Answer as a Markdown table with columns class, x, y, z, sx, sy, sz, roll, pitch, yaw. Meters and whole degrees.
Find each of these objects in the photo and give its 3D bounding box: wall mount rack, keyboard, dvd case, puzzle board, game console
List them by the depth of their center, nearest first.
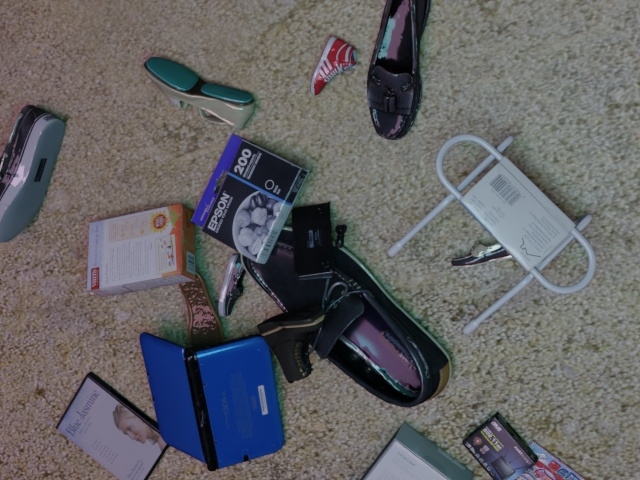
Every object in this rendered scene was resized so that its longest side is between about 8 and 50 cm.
| class | x | y | z | sx | sy | sz | roll | pitch | yaw |
| --- | --- | --- | --- | --- | --- | --- | --- | --- | --- |
| wall mount rack | 0.305 | -0.009 | 1.593 | 0.304 | 0.130 | 0.350 | -44 | 86 | -3 |
| keyboard | 0.000 | 0.000 | 1.723 | 0.108 | 0.180 | 0.023 | -8 | 141 | 6 |
| puzzle board | 0.445 | 0.470 | 1.757 | 0.128 | 0.011 | 0.096 | 36 | 111 | 8 |
| game console | -0.233 | 0.324 | 1.906 | 0.250 | 0.173 | 0.293 | -13 | 115 | -14 |
| dvd case | -0.480 | 0.446 | 2.056 | 0.253 | 0.022 | 0.180 | 36 | 111 | 8 |

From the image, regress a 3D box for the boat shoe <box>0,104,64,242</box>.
| class | x | y | z | sx | sy | sz | roll | pitch | yaw |
| --- | --- | --- | --- | --- | --- | --- | --- | --- | --- |
| boat shoe | -0.667 | -0.148 | 1.936 | 0.105 | 0.113 | 0.306 | 29 | 107 | 17 |

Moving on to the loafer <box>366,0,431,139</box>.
| class | x | y | z | sx | sy | sz | roll | pitch | yaw |
| --- | --- | --- | --- | --- | --- | --- | --- | --- | --- |
| loafer | 0.135 | -0.332 | 1.630 | 0.109 | 0.095 | 0.302 | 12 | 106 | 16 |

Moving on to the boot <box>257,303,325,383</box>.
| class | x | y | z | sx | sy | sz | roll | pitch | yaw |
| --- | --- | --- | --- | --- | --- | --- | --- | --- | --- |
| boot | -0.030 | 0.200 | 1.678 | 0.198 | 0.077 | 0.137 | -18 | 97 | 60 |

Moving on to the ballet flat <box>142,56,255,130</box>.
| class | x | y | z | sx | sy | sz | roll | pitch | yaw |
| --- | --- | --- | --- | --- | --- | --- | --- | --- | --- |
| ballet flat | -0.251 | -0.289 | 1.784 | 0.248 | 0.086 | 0.086 | 24 | 109 | 11 |

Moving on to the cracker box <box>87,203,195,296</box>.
| class | x | y | z | sx | sy | sz | roll | pitch | yaw |
| --- | --- | --- | --- | --- | --- | --- | --- | --- | --- |
| cracker box | -0.378 | 0.023 | 1.868 | 0.232 | 0.067 | 0.155 | -10 | 70 | 20 |

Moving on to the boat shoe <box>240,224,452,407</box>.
| class | x | y | z | sx | sy | sz | roll | pitch | yaw |
| --- | --- | --- | --- | --- | --- | --- | --- | --- | --- |
| boat shoe | 0.040 | 0.146 | 1.743 | 0.500 | 0.156 | 0.187 | 40 | 113 | 8 |

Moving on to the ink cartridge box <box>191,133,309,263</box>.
| class | x | y | z | sx | sy | sz | roll | pitch | yaw |
| --- | --- | --- | --- | --- | --- | --- | --- | --- | --- |
| ink cartridge box | -0.152 | -0.089 | 1.761 | 0.208 | 0.045 | 0.206 | 28 | 95 | 27 |

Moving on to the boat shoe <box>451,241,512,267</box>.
| class | x | y | z | sx | sy | sz | roll | pitch | yaw |
| --- | --- | --- | --- | --- | --- | --- | --- | --- | --- |
| boat shoe | 0.312 | 0.023 | 1.679 | 0.137 | 0.049 | 0.043 | -14 | 93 | 18 |

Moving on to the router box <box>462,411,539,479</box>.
| class | x | y | z | sx | sy | sz | roll | pitch | yaw |
| --- | --- | --- | --- | --- | --- | --- | --- | --- | --- |
| router box | 0.356 | 0.416 | 1.752 | 0.122 | 0.038 | 0.092 | 48 | 112 | 10 |

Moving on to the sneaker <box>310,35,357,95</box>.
| class | x | y | z | sx | sy | sz | roll | pitch | yaw |
| --- | --- | --- | --- | --- | --- | --- | --- | --- | --- |
| sneaker | 0.027 | -0.325 | 1.697 | 0.067 | 0.042 | 0.118 | 27 | 107 | 14 |

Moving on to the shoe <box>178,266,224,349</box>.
| class | x | y | z | sx | sy | sz | roll | pitch | yaw |
| --- | --- | --- | --- | --- | --- | --- | --- | --- | --- |
| shoe | -0.253 | 0.159 | 1.901 | 0.077 | 0.058 | 0.219 | -11 | 103 | 0 |

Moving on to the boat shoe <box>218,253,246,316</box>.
| class | x | y | z | sx | sy | sz | roll | pitch | yaw |
| --- | --- | --- | --- | --- | --- | --- | --- | --- | --- |
| boat shoe | -0.182 | 0.098 | 1.862 | 0.040 | 0.049 | 0.142 | 17 | 105 | 14 |

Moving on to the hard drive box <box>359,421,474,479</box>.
| class | x | y | z | sx | sy | sz | roll | pitch | yaw |
| --- | --- | --- | --- | --- | --- | --- | --- | --- | --- |
| hard drive box | 0.173 | 0.524 | 1.818 | 0.181 | 0.089 | 0.232 | 37 | 111 | 7 |
